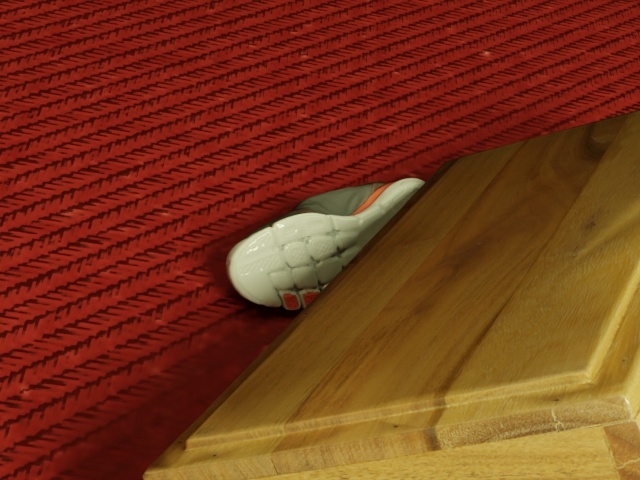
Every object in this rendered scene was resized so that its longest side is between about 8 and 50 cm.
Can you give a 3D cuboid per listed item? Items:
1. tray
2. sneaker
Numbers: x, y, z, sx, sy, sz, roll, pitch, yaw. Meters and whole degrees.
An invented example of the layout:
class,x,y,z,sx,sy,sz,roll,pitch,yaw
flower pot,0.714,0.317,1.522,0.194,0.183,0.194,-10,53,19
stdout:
class,x,y,z,sx,sy,sz,roll,pitch,yaw
tray,0.102,0.027,0.676,0.203,0.076,0.411,-13,14,27
sneaker,0.000,0.000,0.856,0.158,0.061,0.065,-18,20,-35
